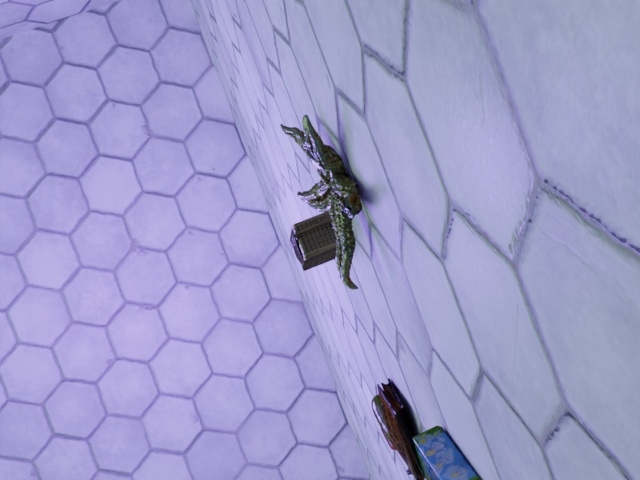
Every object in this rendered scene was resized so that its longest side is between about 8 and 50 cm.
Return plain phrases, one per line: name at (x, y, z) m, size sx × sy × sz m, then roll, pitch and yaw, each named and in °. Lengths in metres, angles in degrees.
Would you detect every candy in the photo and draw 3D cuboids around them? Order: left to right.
candy at (0.229, 0.415, 1.348) m, size 0.194 × 0.062 × 0.097 m, roll -131°, pitch 22°, yaw -67°

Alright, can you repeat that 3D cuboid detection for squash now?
squash at (0.176, 0.462, 1.958) m, size 0.052 × 0.052 × 0.183 m, roll 76°, pitch 167°, yaw -45°

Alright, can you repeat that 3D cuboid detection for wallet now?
wallet at (0.181, 0.433, 1.782) m, size 0.161 × 0.042 × 0.195 m, roll -120°, pitch 13°, yaw -71°

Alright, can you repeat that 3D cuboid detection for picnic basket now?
picnic basket at (0.000, 0.000, 1.674) m, size 0.164 × 0.115 × 0.079 m, roll 101°, pitch 145°, yaw -78°

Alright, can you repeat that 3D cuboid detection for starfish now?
starfish at (0.009, -0.113, 1.424) m, size 0.347 × 0.078 × 0.357 m, roll 81°, pitch 166°, yaw -61°

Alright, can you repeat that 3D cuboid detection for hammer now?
hammer at (0.187, 0.510, 2.035) m, size 0.083 × 0.043 × 0.043 m, roll -123°, pitch 14°, yaw -52°

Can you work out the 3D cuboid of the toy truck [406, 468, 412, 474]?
toy truck at (0.228, 0.563, 1.908) m, size 0.024 × 0.032 × 0.083 m, roll 63°, pitch 173°, yaw 13°
